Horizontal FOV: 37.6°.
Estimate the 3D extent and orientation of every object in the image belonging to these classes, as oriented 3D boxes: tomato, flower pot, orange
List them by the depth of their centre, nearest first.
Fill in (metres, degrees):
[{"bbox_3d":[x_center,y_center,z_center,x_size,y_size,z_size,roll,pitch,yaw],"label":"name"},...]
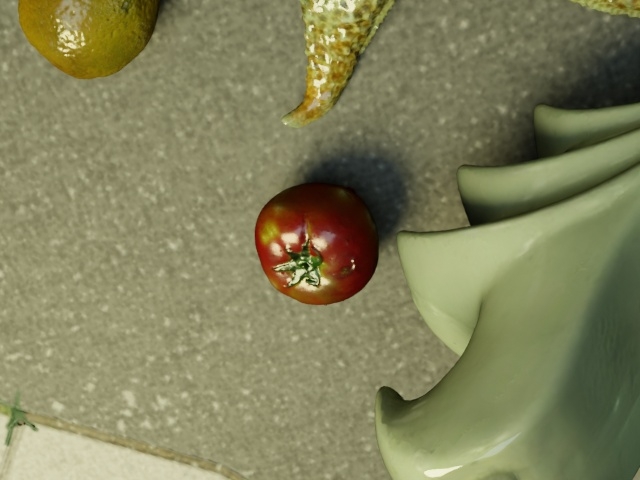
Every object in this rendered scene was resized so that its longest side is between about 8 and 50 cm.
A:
[{"bbox_3d":[0.207,0.014,0.501,0.368,0.254,0.164,-17,127,16],"label":"flower pot"},{"bbox_3d":[-0.146,-0.152,0.602,0.085,0.085,0.095,43,95,-7],"label":"orange"},{"bbox_3d":[0.000,0.000,0.637,0.087,0.075,0.087,8,125,11],"label":"tomato"}]

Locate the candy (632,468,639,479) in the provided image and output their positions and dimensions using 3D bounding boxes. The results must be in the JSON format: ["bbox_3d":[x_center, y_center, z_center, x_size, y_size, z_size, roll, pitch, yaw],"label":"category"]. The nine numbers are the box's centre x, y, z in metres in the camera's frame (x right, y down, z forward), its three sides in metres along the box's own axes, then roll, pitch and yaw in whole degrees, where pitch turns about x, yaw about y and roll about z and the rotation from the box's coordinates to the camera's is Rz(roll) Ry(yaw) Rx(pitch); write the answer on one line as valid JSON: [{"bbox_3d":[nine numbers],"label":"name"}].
[{"bbox_3d":[0.213,0.197,0.652,0.102,0.104,0.234,-17,105,14],"label":"candy"}]

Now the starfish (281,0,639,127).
[{"bbox_3d":[0.075,-0.245,0.542,0.358,0.078,0.347,-25,101,17],"label":"starfish"}]
